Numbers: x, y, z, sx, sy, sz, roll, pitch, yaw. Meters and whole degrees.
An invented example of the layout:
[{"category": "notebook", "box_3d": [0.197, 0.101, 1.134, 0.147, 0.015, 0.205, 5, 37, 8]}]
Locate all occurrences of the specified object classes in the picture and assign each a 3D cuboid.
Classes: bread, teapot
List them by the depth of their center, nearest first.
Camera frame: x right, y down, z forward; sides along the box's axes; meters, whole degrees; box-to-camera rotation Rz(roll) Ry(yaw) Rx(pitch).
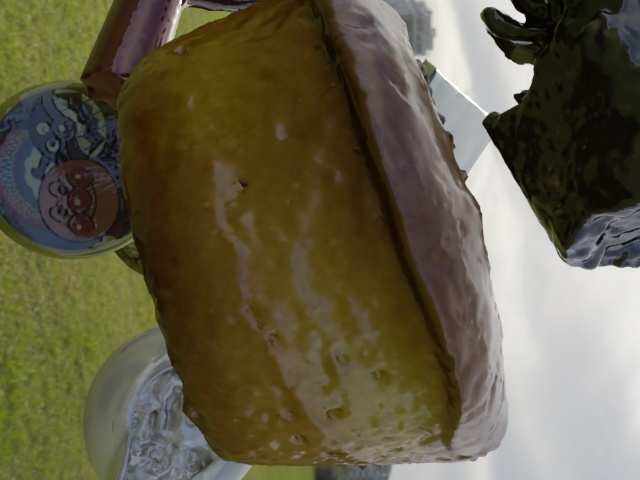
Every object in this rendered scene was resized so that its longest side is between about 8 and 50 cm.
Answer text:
[{"category": "bread", "box_3d": [-0.001, -0.003, 0.448, 0.312, 0.172, 0.312, 164, -90, -90]}, {"category": "teapot", "box_3d": [-0.151, 0.186, 0.848, 0.298, 0.204, 0.139, -62, -168, -16]}]

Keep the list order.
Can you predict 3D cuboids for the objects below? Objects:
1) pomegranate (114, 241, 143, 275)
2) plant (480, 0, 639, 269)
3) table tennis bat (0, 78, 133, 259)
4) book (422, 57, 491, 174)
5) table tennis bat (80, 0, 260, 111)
[{"category": "pomegranate", "box_3d": [-0.188, -0.081, 1.163, 0.260, 0.260, 0.341, 82, 26, -85]}, {"category": "plant", "box_3d": [0.243, -0.124, 0.641, 0.188, 0.199, 0.276, 135, -50, -58]}, {"category": "table tennis bat", "box_3d": [-0.244, -0.104, 0.971, 0.054, 0.368, 0.224, 180, -104, -70]}, {"category": "book", "box_3d": [0.130, -0.086, 1.047, 0.264, 0.031, 0.379, -55, 159, 11]}, {"category": "table tennis bat", "box_3d": [-0.110, -0.289, 0.630, 0.268, 0.051, 0.415, 31, 59, -39]}]
